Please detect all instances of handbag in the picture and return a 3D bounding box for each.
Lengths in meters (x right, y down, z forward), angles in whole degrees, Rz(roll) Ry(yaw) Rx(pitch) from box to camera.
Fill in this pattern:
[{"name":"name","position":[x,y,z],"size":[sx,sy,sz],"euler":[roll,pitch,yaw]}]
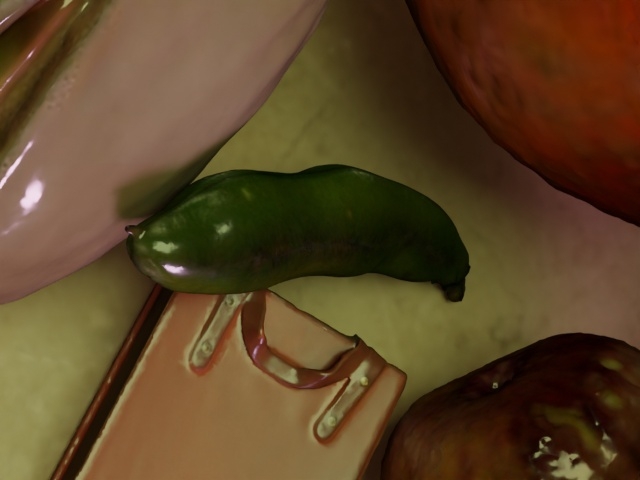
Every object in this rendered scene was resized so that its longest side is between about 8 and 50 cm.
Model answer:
[{"name":"handbag","position":[-0.054,0.113,0.799],"size":[0.127,0.063,0.190],"euler":[33,72,-17]}]

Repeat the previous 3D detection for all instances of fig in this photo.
[{"name":"fig","position":[0.126,0.171,0.845],"size":[0.159,0.159,0.257],"euler":[-36,120,-26]}]

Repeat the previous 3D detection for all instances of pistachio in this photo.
[{"name":"pistachio","position":[-0.099,-0.096,0.734],"size":[0.166,0.197,0.288],"euler":[39,79,-11]}]

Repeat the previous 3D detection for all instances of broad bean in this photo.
[{"name":"broad bean","position":[0.002,-0.004,0.801],"size":[0.254,0.046,0.065],"euler":[3,108,-51]}]

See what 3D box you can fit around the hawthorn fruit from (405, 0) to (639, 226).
[{"name":"hawthorn fruit","position":[0.191,-0.211,0.777],"size":[0.403,0.403,0.402],"euler":[4,80,-25]}]

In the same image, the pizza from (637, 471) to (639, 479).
[{"name":"pizza","position":[0.369,0.047,0.749],"size":[0.440,0.406,0.130],"euler":[8,34,-38]}]
